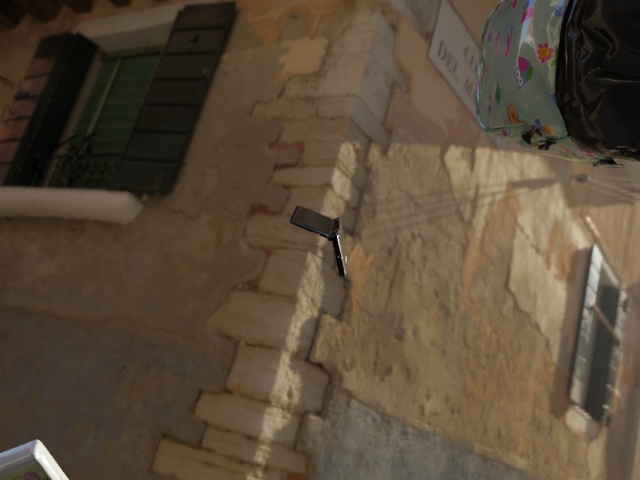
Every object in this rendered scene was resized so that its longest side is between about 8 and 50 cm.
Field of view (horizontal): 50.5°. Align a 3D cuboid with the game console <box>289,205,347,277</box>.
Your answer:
[{"bbox_3d":[0.000,0.000,1.100,0.071,0.107,0.122,-10,14,7],"label":"game console"}]

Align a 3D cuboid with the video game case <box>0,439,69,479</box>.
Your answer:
[{"bbox_3d":[-0.291,0.279,0.578,0.212,0.023,0.193,-21,-64,1],"label":"video game case"}]

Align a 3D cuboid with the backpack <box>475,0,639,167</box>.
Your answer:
[{"bbox_3d":[0.173,-0.119,0.444,0.115,0.152,0.182,14,5,-4],"label":"backpack"}]
